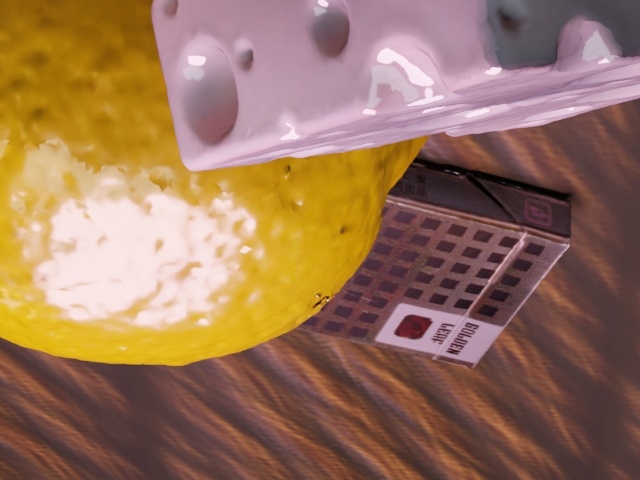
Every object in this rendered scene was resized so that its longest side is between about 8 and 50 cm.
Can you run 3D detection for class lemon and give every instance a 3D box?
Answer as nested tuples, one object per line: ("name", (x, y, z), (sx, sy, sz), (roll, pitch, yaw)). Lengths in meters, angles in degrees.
("lemon", (-0.112, -0.083, 1.074), (0.336, 0.336, 0.336), (1, 143, 1))

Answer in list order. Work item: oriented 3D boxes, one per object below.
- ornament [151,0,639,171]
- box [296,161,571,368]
("ornament", (0.072, -0.178, 0.876), (0.239, 0.240, 0.239), (-10, 179, -36))
("box", (0.000, 0.001, 1.396), (0.324, 0.047, 0.180), (13, 141, -15))
